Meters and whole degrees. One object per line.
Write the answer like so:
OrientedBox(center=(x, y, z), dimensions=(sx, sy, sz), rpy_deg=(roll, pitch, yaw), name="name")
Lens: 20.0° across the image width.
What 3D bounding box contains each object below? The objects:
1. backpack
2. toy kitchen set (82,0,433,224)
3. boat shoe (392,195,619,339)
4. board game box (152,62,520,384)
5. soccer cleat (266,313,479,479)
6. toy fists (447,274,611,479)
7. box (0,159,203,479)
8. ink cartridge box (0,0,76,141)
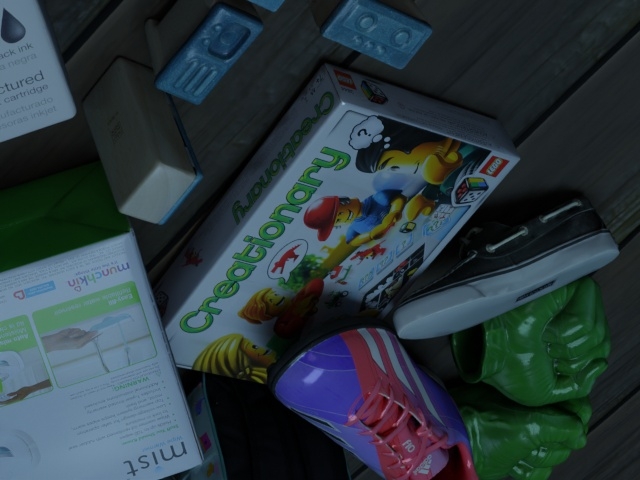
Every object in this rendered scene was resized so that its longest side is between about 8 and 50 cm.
OrientedBox(center=(-0.056, 0.217, 1.615), dimensions=(0.165, 0.188, 0.144), rpy_deg=(16, 126, -38), name="backpack")
OrientedBox(center=(-0.039, -0.108, 1.323), dimensions=(0.166, 0.122, 0.207), rpy_deg=(19, 124, -38), name="toy kitchen set")
OrientedBox(center=(0.152, 0.023, 1.578), dimensions=(0.219, 0.070, 0.078), rpy_deg=(-20, 162, -21), name="boat shoe")
OrientedBox(center=(0.000, 0.000, 1.510), dimensions=(0.193, 0.053, 0.305), rpy_deg=(14, 127, -36), name="board game box")
OrientedBox(center=(0.058, 0.153, 1.581), dimensions=(0.108, 0.116, 0.318), rpy_deg=(-38, 152, 7), name="soccer cleat")
OrientedBox(center=(0.197, 0.135, 1.717), dimensions=(0.142, 0.096, 0.279), rpy_deg=(-11, 137, -16), name="toy fists")
OrientedBox(center=(-0.247, 0.096, 1.399), dimensions=(0.262, 0.127, 0.231), rpy_deg=(-18, 124, -5), name="box")
OrientedBox(center=(-0.293, -0.177, 1.135), dimensions=(0.207, 0.117, 0.283), rpy_deg=(-19, 140, -5), name="ink cartridge box")
